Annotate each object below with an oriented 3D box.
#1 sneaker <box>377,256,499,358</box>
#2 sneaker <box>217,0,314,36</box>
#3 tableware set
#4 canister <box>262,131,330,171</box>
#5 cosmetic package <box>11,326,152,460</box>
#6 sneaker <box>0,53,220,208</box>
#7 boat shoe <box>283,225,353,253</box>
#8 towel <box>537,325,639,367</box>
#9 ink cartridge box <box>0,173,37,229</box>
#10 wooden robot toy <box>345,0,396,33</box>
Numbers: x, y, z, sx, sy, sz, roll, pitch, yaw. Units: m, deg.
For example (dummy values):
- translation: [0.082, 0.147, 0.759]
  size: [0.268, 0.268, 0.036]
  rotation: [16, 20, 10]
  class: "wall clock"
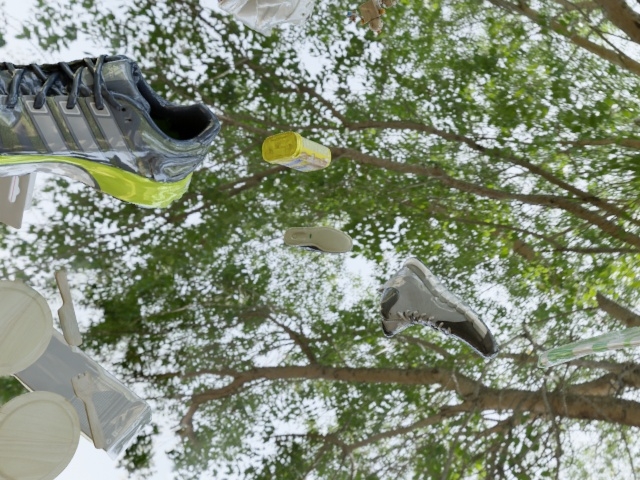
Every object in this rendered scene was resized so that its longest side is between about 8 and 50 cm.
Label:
- translation: [0.175, 0.137, 0.772]
  size: [0.132, 0.086, 0.228]
  rotation: [-37, -136, -3]
  class: "sneaker"
- translation: [-0.037, -0.466, 0.793]
  size: [0.305, 0.152, 0.114]
  rotation: [-18, -124, 39]
  class: "sneaker"
- translation: [-0.288, 0.134, 0.433]
  size: [0.039, 0.128, 0.194]
  rotation: [-14, -90, 34]
  class: "tableware set"
- translation: [-0.064, -0.249, 1.332]
  size: [0.126, 0.170, 0.073]
  rotation: [-6, -97, 35]
  class: "canister"
- translation: [-0.424, 0.272, 0.828]
  size: [0.238, 0.107, 0.127]
  rotation: [39, -34, 7]
  class: "cosmetic package"
- translation: [-0.221, -0.119, 0.402]
  size: [0.121, 0.300, 0.111]
  rotation: [-38, -116, 28]
  class: "sneaker"
- translation: [0.000, 0.000, 1.515]
  size: [0.233, 0.079, 0.084]
  rotation: [7, -103, 21]
  class: "boat shoe"
- translation: [0.607, 0.190, 0.888]
  size: [0.325, 0.248, 0.038]
  rotation: [127, -48, -66]
  class: "towel"
- translation: [-0.424, -0.099, 0.587]
  size: [0.181, 0.061, 0.104]
  rotation: [25, -71, 5]
  class: "ink cartridge box"
- translation: [0.144, -0.561, 1.158]
  size: [0.173, 0.076, 0.079]
  rotation: [-9, -65, 40]
  class: "wooden robot toy"
